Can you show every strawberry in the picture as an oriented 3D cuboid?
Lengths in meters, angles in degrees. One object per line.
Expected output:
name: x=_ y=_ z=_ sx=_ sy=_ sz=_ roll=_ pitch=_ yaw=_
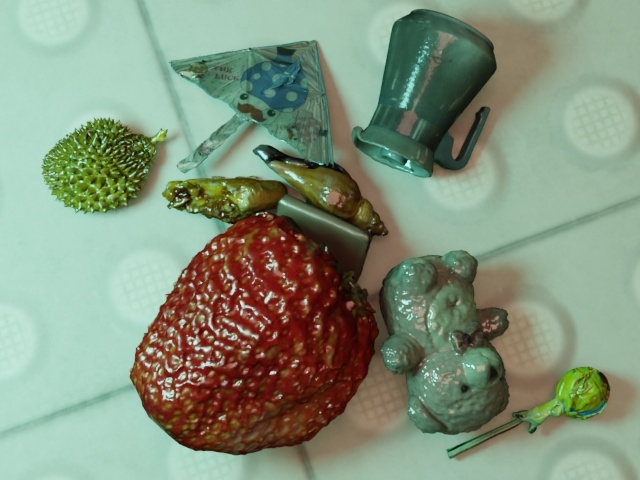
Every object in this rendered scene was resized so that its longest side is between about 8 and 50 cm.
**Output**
strawberry: x=-0.093 y=0.149 z=1.573 sx=0.351 sy=0.267 sz=0.312 roll=-40 pitch=92 yaw=-24

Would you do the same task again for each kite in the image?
kite: x=-0.103 y=-0.210 z=1.749 sx=0.335 sy=0.011 sz=0.314 roll=35 pitch=70 yaw=20

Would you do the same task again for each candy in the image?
candy: x=0.308 y=0.265 z=1.666 sx=0.262 sy=0.073 sz=0.077 roll=-26 pitch=102 yaw=2

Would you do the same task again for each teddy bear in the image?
teddy bear: x=0.180 y=0.149 z=1.637 sx=0.236 sy=0.151 sz=0.267 roll=-9 pitch=71 yaw=-34

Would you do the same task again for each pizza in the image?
pizza: x=-0.156 y=-0.061 z=1.713 sx=0.193 sy=0.154 sz=0.069 roll=1 pitch=98 yaw=22

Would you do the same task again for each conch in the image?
conch: x=0.008 y=-0.082 z=1.717 sx=0.233 sy=0.080 sz=0.086 roll=51 pitch=47 yaw=5

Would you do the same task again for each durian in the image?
durian: x=-0.327 y=-0.123 z=1.725 sx=0.208 sy=0.102 sz=0.146 roll=-24 pitch=74 yaw=-8

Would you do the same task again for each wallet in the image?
wallet: x=0.000 y=0.000 z=1.694 sx=0.152 sy=0.118 sz=0.039 roll=25 pitch=44 yaw=8

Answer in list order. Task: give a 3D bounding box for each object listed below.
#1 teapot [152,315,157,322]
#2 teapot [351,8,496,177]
teapot: x=-0.226 y=0.163 z=1.687 sx=0.085 sy=0.080 sz=0.110 roll=33 pitch=95 yaw=-14
teapot: x=0.167 y=-0.214 z=1.716 sx=0.203 sy=0.171 sz=0.225 roll=26 pitch=87 yaw=-25
